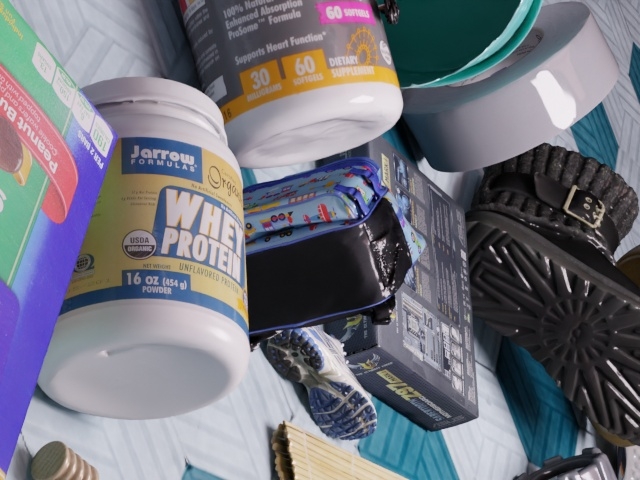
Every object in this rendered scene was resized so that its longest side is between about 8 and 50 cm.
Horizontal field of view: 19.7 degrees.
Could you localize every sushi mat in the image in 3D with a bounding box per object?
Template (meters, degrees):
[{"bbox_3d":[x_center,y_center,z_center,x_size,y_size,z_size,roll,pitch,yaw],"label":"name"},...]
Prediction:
[{"bbox_3d":[0.071,0.265,1.531,0.316,0.019,0.151,31,42,-44],"label":"sushi mat"}]

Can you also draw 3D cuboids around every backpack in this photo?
[{"bbox_3d":[0.000,0.000,1.471,0.173,0.158,0.117,-49,123,-64],"label":"backpack"}]

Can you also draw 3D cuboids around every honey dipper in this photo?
[{"bbox_3d":[-0.134,0.183,1.231,0.161,0.030,0.030,47,34,-43],"label":"honey dipper"}]

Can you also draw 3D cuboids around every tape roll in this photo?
[{"bbox_3d":[0.190,-0.157,1.876,0.072,0.219,0.219,60,28,-18],"label":"tape roll"}]

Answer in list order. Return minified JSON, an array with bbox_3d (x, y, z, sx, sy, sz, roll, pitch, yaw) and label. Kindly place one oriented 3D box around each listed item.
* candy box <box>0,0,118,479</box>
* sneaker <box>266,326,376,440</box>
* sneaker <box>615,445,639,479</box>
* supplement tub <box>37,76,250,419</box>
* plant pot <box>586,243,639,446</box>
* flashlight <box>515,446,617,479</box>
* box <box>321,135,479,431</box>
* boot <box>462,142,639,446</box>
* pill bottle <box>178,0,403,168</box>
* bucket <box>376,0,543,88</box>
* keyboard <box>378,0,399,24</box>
[{"bbox_3d":[-0.263,-0.036,1.030,0.268,0.122,0.317,53,32,-32],"label":"candy box"},{"bbox_3d":[0.008,0.108,1.532,0.135,0.052,0.058,56,25,-27],"label":"sneaker"},{"bbox_3d":[0.386,0.278,2.049,0.127,0.126,0.321,58,34,-60],"label":"sneaker"},{"bbox_3d":[-0.123,0.005,1.244,0.144,0.144,0.200,36,42,-49],"label":"supplement tub"},{"bbox_3d":[0.341,0.107,2.013,0.032,0.236,0.236,15,52,-20],"label":"plant pot"},{"bbox_3d":[0.292,0.363,1.836,0.103,0.103,0.304,-27,95,-65],"label":"flashlight"},{"bbox_3d":[0.073,0.036,1.694,0.183,0.059,0.233,38,41,-48],"label":"box"},{"bbox_3d":[0.292,0.044,1.911,0.348,0.131,0.260,40,29,4],"label":"boot"},{"bbox_3d":[-0.040,-0.212,1.537,0.162,0.162,0.278,5,68,-62],"label":"pill bottle"},{"bbox_3d":[0.081,-0.269,1.695,0.281,0.281,0.183,70,17,1],"label":"bucket"},{"bbox_3d":[0.050,-0.228,1.516,0.180,0.023,0.108,-17,90,-75],"label":"keyboard"}]
